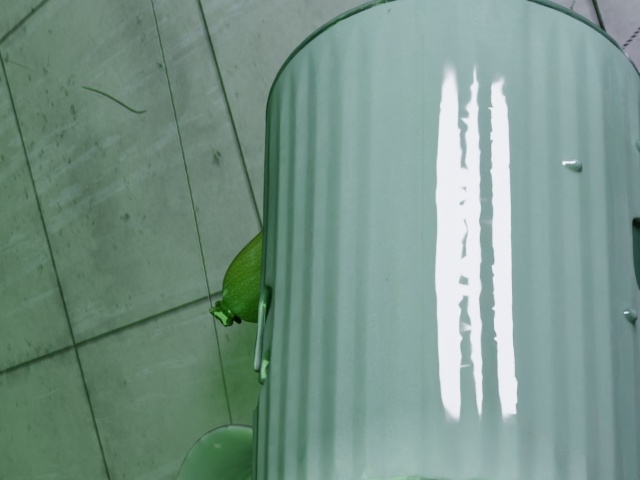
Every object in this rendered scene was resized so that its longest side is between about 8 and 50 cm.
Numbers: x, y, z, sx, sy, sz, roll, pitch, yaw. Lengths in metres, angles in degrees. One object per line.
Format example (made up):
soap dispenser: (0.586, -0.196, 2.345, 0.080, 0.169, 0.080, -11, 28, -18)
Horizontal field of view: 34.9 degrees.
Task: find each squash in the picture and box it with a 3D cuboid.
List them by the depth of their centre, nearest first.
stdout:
squash: (0.000, 0.000, 1.088, 0.395, 0.107, 0.107, -39, 70, 41)

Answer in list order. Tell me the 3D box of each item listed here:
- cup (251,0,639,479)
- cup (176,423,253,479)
cup: (0.127, 0.067, 0.774, 0.310, 0.401, 0.392, -26, 44, 36)
cup: (-0.006, 0.358, 1.112, 0.347, 0.163, 0.347, 8, 100, 50)
